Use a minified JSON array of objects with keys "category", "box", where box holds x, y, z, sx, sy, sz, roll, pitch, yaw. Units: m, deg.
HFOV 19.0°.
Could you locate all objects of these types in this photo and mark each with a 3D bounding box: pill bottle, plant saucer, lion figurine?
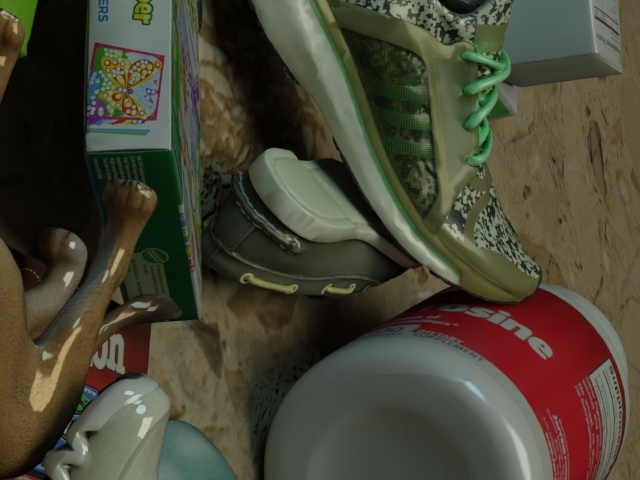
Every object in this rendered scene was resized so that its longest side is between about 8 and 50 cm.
[{"category":"pill bottle","box":[0.131,0.157,1.639,0.408,0.229,0.229,-23,107,-65]},{"category":"plant saucer","box":[-0.087,0.225,1.372,0.195,0.037,0.194,-4,90,-66]},{"category":"lion figurine","box":[-0.197,0.037,0.992,0.392,0.142,0.240,49,51,-49]}]

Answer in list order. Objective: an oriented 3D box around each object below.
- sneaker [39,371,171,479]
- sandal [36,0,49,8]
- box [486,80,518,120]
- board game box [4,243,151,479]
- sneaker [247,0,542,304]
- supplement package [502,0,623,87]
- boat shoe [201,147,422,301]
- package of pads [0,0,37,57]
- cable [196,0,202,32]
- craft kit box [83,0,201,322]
[{"category":"sneaker","box":[-0.122,0.215,1.075,0.110,0.118,0.292,-34,141,-74]},{"category":"sandal","box":[-0.191,-0.212,1.214,0.072,0.049,0.180,85,-1,-51]},{"category":"box","box":[0.086,-0.261,1.754,0.262,0.127,0.231,45,44,-57]},{"category":"board game box","box":[-0.187,0.083,1.187,0.281,0.027,0.145,34,53,-60]},{"category":"sneaker","box":[0.095,-0.127,1.538,0.410,0.182,0.158,55,17,-21]},{"category":"supplement package","box":[0.206,-0.238,1.732,0.105,0.105,0.179,13,73,-67]},{"category":"boat shoe","box":[-0.003,-0.003,1.542,0.109,0.091,0.305,52,14,18]},{"category":"package of pads","box":[-0.246,-0.263,1.035,0.296,0.101,0.229,49,44,-54]},{"category":"cable","box":[-0.135,-0.290,1.381,0.139,0.072,0.287,-89,174,-57]},{"category":"craft kit box","box":[-0.110,-0.107,1.222,0.250,0.061,0.246,89,-4,-65]}]
